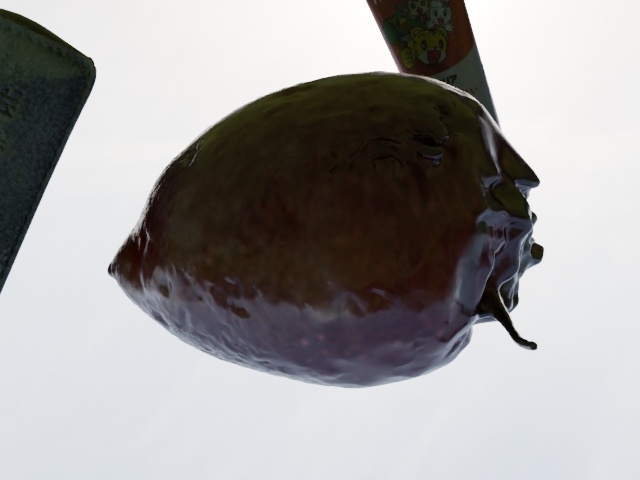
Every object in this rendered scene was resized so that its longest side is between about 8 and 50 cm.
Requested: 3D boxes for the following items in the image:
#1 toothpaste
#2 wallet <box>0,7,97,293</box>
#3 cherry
[{"bbox_3d":[0.109,-0.137,1.630,0.089,0.234,0.057,-17,-170,20],"label":"toothpaste"},{"bbox_3d":[-0.241,-0.045,1.126,0.036,0.167,0.222,9,-105,59],"label":"wallet"},{"bbox_3d":[0.000,0.000,1.048,0.249,0.175,0.192,-8,-158,14],"label":"cherry"}]
